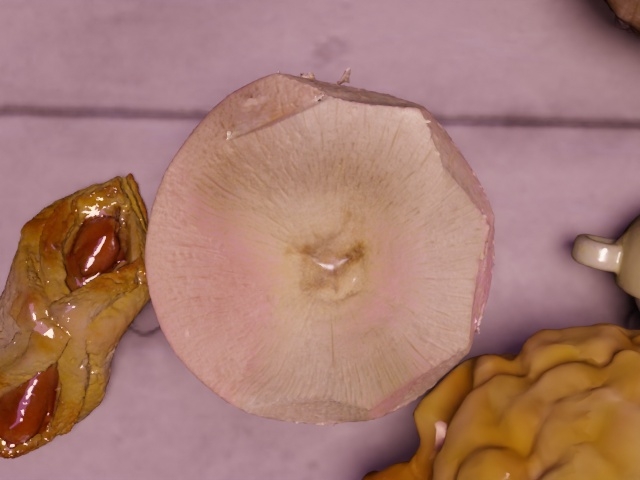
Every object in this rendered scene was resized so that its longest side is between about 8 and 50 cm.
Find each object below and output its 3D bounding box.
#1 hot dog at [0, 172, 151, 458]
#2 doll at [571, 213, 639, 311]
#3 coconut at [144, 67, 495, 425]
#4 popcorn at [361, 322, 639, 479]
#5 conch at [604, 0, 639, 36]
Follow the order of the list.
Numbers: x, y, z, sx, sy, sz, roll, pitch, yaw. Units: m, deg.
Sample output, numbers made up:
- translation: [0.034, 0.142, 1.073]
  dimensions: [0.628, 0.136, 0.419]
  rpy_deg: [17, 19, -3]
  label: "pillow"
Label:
- translation: [-0.135, 0.040, 0.546]
  dimensions: [0.078, 0.061, 0.168]
  rpy_deg: [21, 87, 0]
  label: "hot dog"
- translation: [0.273, 0.042, 0.516]
  dimensions: [0.296, 0.141, 0.117]
  rpy_deg: [8, 104, 12]
  label: "doll"
- translation: [0.000, 0.000, 0.487]
  dimensions: [0.171, 0.183, 0.170]
  rpy_deg: [0, 88, -4]
  label: "coconut"
- translation: [0.168, 0.175, 0.445]
  dimensions: [0.332, 0.225, 0.264]
  rpy_deg: [7, 94, 15]
  label: "popcorn"
- translation: [0.246, -0.170, 0.502]
  dimensions: [0.263, 0.186, 0.324]
  rpy_deg: [-40, 109, -16]
  label: "conch"
